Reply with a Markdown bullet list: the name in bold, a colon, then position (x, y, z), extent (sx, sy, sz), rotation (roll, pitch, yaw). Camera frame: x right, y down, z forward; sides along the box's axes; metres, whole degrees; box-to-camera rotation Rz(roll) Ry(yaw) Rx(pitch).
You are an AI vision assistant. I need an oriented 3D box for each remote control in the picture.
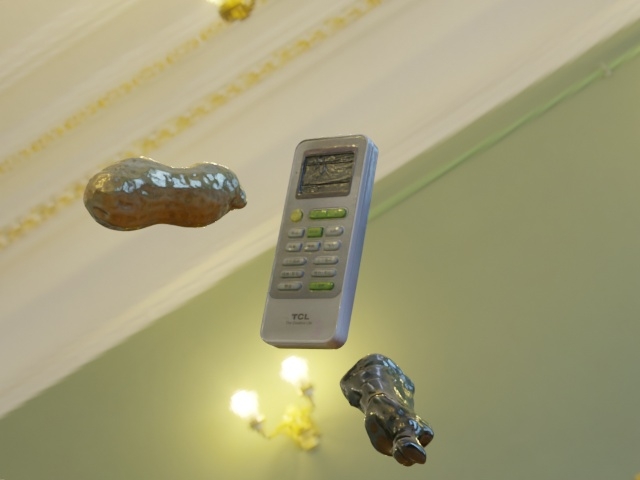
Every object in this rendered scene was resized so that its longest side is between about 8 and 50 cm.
- **remote control**: position (0.000, 0.000, 1.297), extent (0.103, 0.250, 0.034), rotation (-1, -23, 32)

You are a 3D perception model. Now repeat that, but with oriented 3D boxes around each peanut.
- **peanut**: position (-0.222, -0.069, 1.694), extent (0.263, 0.117, 0.101), rotation (-1, -33, -32)

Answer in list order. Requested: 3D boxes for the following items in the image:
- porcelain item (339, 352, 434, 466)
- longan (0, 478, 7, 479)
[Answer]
- **porcelain item**: position (0.079, 0.189, 1.219), extent (0.069, 0.081, 0.215), rotation (-44, 14, 3)
- **longan**: position (-0.556, 0.529, 1.911), extent (0.297, 0.297, 0.297), rotation (-23, -28, -13)
